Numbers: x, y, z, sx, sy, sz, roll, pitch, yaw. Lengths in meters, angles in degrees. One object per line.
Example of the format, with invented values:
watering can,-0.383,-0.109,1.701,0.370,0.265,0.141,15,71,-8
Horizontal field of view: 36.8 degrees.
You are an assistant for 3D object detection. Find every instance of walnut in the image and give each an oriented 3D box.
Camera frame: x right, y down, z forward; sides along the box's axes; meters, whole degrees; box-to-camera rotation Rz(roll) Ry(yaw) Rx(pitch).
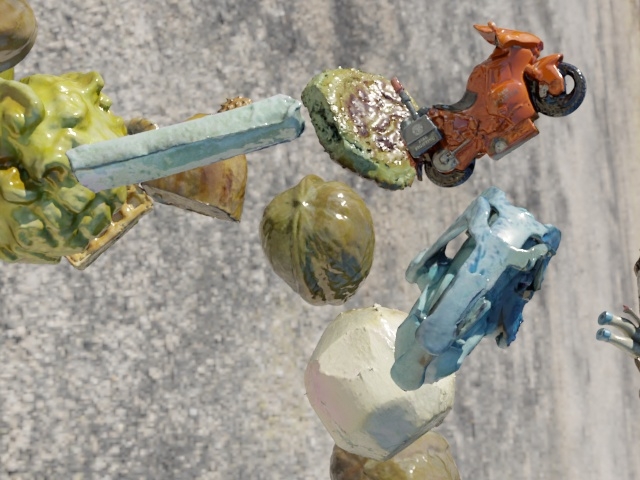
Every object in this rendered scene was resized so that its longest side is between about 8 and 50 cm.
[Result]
walnut,0.132,0.437,1.754,0.248,0.248,0.248,-7,90,-66
walnut,0.000,0.000,1.951,0.283,0.227,0.283,-2,90,-74

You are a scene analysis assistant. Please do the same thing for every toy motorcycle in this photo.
toy motorcycle,0.166,0.068,1.118,0.260,0.154,0.206,-54,171,-1
toy motorcycle,0.272,-0.243,1.645,0.221,0.325,0.148,62,18,16

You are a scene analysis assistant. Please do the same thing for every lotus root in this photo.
lotus root,-0.215,-0.136,1.775,0.199,0.188,0.180,105,2,-80

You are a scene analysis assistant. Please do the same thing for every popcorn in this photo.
popcorn,-0.327,-0.088,1.103,0.217,0.181,0.235,11,107,-26

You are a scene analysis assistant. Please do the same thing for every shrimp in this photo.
shrimp,-0.489,-0.213,2.429,0.217,0.150,0.051,-63,166,-3

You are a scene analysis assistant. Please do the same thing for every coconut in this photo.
coconut,0.084,0.210,1.489,0.230,0.227,0.227,54,18,16

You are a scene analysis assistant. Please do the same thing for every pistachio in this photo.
pistachio,-0.482,-0.302,1.278,0.210,0.130,0.165,8,94,-38

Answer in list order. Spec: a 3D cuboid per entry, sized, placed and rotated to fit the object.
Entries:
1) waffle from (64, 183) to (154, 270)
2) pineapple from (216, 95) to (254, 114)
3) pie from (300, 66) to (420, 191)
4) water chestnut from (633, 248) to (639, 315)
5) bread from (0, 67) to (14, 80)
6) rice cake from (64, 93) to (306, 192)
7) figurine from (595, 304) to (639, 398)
waffle,-0.513,-0.118,1.962,0.308,0.213,0.091,48,-10,1
pineapple,-0.224,-0.209,2.204,0.277,0.130,0.119,-62,144,-32
pie,0.109,-0.266,2.153,0.288,0.103,0.355,0,56,-37
water chestnut,0.682,0.049,1.516,0.335,0.347,0.335,-16,117,-35
bread,-0.748,-0.306,1.936,0.251,0.376,0.208,-47,110,-23
rice cake,-0.116,-0.086,0.849,0.043,0.211,0.034,85,-11,-59
figurine,0.636,0.219,1.798,0.260,0.103,0.205,25,42,-11
